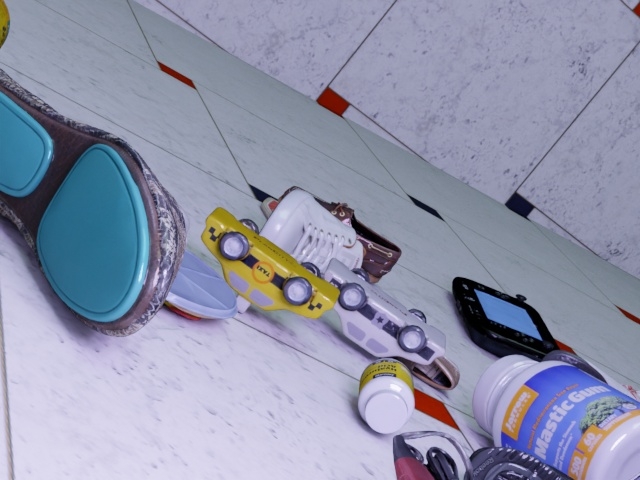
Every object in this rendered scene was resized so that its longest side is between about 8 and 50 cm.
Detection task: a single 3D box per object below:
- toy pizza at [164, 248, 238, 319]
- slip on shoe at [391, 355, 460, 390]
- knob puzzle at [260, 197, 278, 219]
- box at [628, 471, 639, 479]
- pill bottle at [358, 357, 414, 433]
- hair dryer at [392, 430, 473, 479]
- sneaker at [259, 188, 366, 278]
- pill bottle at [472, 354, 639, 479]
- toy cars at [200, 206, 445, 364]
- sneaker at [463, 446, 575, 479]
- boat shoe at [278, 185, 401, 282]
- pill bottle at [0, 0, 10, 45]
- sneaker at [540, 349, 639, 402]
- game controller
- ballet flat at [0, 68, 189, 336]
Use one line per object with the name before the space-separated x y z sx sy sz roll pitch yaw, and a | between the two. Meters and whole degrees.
toy pizza | -0.184 0.036 1.753 0.201 0.032 0.201 31 13 -8
slip on shoe | 0.127 0.155 2.060 0.135 0.051 0.041 39 18 -2
knob puzzle | -0.016 -0.021 2.460 0.213 0.030 0.213 31 12 -7
box | 0.443 0.396 1.506 0.395 0.097 0.318 56 22 20
pill bottle | 0.075 0.180 1.763 0.065 0.065 0.116 32 11 -5
hair dryer | 0.096 0.262 1.369 0.224 0.080 0.294 23 18 37
sneaker | 0.000 0.000 2.212 0.123 0.106 0.290 33 10 15
pill bottle | 0.306 0.237 1.885 0.152 0.152 0.272 25 3 -35
toy cars | -0.003 0.078 1.938 0.394 0.087 0.176 25 17 -41
sneaker | 0.283 0.308 1.708 0.286 0.109 0.130 36 1 -3
boat shoe | 0.033 -0.023 2.398 0.207 0.073 0.073 36 32 -7
pill bottle | -0.489 -0.296 2.116 0.118 0.117 0.208 30 11 -12
sneaker | 0.443 0.252 2.402 0.270 0.090 0.145 35 10 -5
game controller | 0.307 0.135 2.580 0.166 0.067 0.319 31 11 -9
ballet flat | -0.245 -0.043 1.620 0.182 0.164 0.483 25 10 -47
